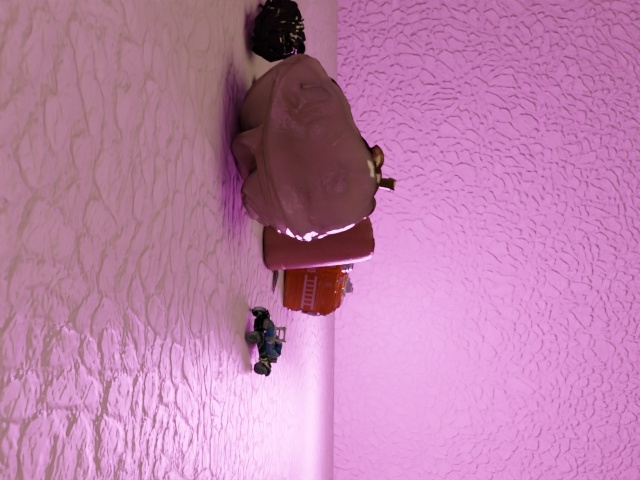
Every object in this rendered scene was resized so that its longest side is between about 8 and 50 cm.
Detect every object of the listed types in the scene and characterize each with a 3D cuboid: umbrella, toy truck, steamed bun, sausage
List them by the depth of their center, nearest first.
[{"bbox_3d":[-0.054,-0.148,1.237,0.310,0.220,0.324,129,-62,-76],"label":"steamed bun"},{"bbox_3d":[-0.103,0.209,1.415,0.154,0.078,0.080,86,9,-45],"label":"toy truck"},{"bbox_3d":[-0.089,-0.461,1.446,0.340,0.118,0.118,-98,-175,-59],"label":"umbrella"},{"bbox_3d":[0.000,0.000,1.567,0.123,0.253,0.123,-4,90,-83],"label":"sausage"},{"bbox_3d":[-0.002,0.116,2.016,0.387,0.174,0.206,13,84,-81],"label":"toy truck"}]

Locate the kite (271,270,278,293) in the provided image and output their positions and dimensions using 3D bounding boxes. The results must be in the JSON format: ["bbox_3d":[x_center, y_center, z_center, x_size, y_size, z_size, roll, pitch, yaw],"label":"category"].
[{"bbox_3d":[-0.111,0.076,1.691,0.090,0.004,0.122,61,30,-79],"label":"kite"}]

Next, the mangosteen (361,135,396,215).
[{"bbox_3d":[0.073,-0.190,2.012,0.275,0.303,0.274,-170,-90,-84],"label":"mangosteen"}]

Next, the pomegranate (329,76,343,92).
[{"bbox_3d":[-0.003,-0.394,2.006,0.220,0.156,0.156,-82,171,-59],"label":"pomegranate"}]
